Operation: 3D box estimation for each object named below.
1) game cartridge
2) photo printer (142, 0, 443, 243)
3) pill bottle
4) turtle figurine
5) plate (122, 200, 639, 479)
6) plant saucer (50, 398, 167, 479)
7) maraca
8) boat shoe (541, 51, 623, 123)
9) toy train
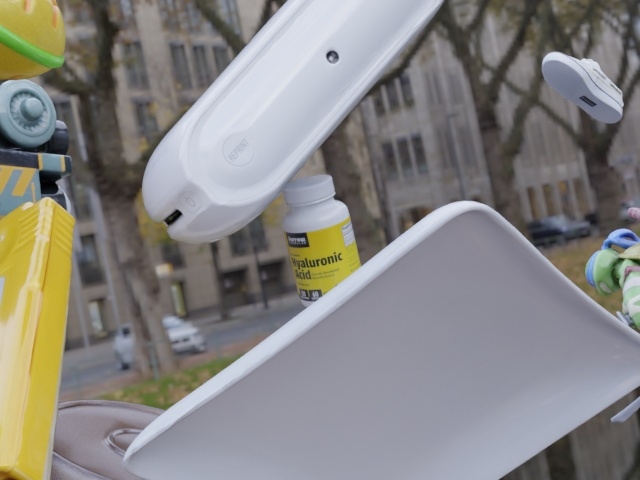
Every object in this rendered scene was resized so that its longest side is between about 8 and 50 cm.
[{"bbox_3d":[-0.327,0.131,1.011,0.285,0.053,0.323,-32,37,19],"label":"game cartridge"},{"bbox_3d":[-0.040,-0.126,1.110,0.307,0.107,0.256,-50,8,-12],"label":"photo printer"},{"bbox_3d":[0.000,0.000,1.149,0.065,0.116,0.065,-13,14,3],"label":"pill bottle"},{"bbox_3d":[0.411,0.097,1.353,0.266,0.198,0.274,-7,41,41],"label":"turtle figurine"},{"bbox_3d":[0.054,0.098,0.800,0.277,0.045,0.278,-37,-42,18],"label":"plate"},{"bbox_3d":[-0.177,0.225,1.224,0.311,0.050,0.310,15,8,-2],"label":"plant saucer"},{"bbox_3d":[-0.293,-0.201,1.016,0.099,0.186,0.127,-54,13,5],"label":"maraca"},{"bbox_3d":[0.235,-0.144,1.088,0.100,0.035,0.035,31,-30,-27],"label":"boat shoe"},{"bbox_3d":[-0.403,-0.075,1.264,0.142,0.190,0.334,-16,-13,40],"label":"toy train"}]
